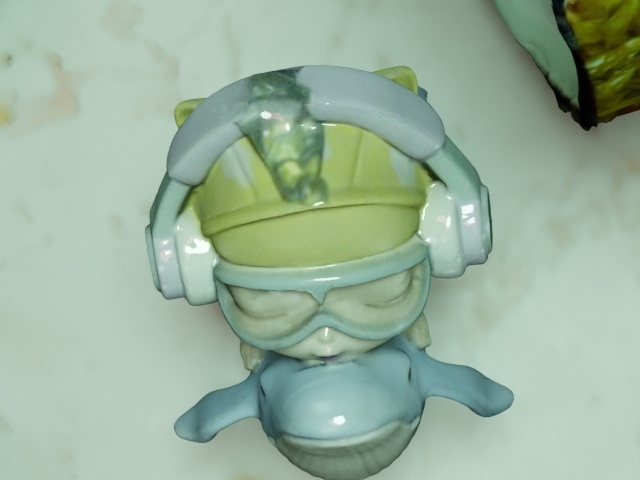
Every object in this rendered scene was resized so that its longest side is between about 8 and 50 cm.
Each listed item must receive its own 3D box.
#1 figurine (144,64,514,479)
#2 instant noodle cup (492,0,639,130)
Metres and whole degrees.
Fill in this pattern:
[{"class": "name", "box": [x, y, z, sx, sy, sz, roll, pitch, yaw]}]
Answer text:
[{"class": "figurine", "box": [0.000, 0.000, 0.610, 0.128, 0.184, 0.208, -8, 41, 0]}, {"class": "instant noodle cup", "box": [0.143, -0.197, 0.501, 0.266, 0.340, 0.340, -28, 83, 5]}]
